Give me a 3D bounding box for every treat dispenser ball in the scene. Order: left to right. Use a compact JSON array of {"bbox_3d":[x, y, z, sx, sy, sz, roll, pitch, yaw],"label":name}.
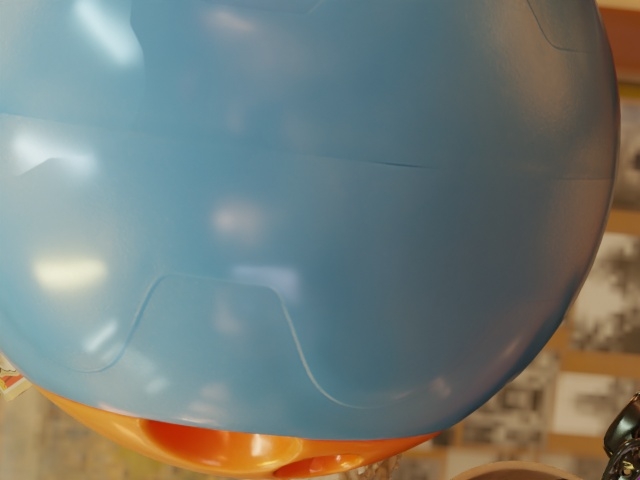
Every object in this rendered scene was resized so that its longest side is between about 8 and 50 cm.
[{"bbox_3d":[-0.021,-0.045,0.817,0.288,0.288,0.288,-175,90,-84],"label":"treat dispenser ball"}]

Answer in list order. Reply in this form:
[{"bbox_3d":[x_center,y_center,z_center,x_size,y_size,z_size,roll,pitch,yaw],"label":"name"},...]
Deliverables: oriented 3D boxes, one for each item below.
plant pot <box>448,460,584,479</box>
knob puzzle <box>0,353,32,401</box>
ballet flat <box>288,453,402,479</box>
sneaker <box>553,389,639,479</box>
[{"bbox_3d":[0.087,0.325,1.427,0.274,0.256,0.256,-39,42,50],"label":"plant pot"},{"bbox_3d":[-0.255,0.030,1.432,0.213,0.030,0.213,36,145,31],"label":"knob puzzle"},{"bbox_3d":[0.002,0.080,1.430,0.409,0.147,0.147,-120,36,-78],"label":"ballet flat"},{"bbox_3d":[0.245,0.145,1.190,0.102,0.293,0.146,-16,-102,-58],"label":"sneaker"}]
